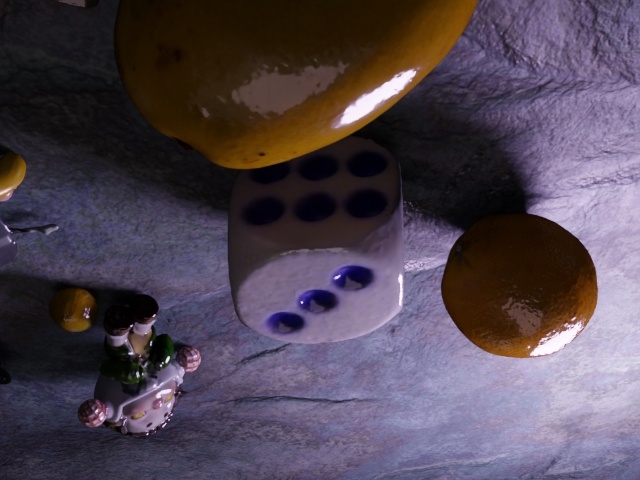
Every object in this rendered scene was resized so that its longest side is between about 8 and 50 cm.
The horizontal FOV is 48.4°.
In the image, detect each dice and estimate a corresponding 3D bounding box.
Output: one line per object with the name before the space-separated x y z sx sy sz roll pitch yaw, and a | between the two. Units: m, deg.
dice | 0.000 0.000 1.116 0.259 0.243 0.251 -3 141 3

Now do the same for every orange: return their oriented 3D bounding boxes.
orange | -0.466 0.133 1.353 0.085 0.085 0.095 -21 135 20
orange | 0.335 0.074 1.226 0.264 0.264 0.264 -3 140 -2

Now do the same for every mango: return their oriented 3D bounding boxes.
mango | -0.019 -0.262 0.780 0.445 0.300 0.232 -32 176 9

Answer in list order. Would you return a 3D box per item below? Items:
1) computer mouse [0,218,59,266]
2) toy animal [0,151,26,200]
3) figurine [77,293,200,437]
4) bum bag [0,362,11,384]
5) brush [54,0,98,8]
computer mouse | -0.629 0.009 1.188 0.379 0.090 0.167 -6 141 -1
toy animal | -0.513 -0.096 1.075 0.114 0.091 0.082 27 145 -34
figurine | -0.381 0.269 1.469 0.281 0.167 0.370 -27 142 -34
bum bag | -0.737 0.214 1.420 0.144 0.095 0.340 5 140 12
brush | -0.331 -0.330 0.775 0.197 0.123 0.059 13 134 -21
